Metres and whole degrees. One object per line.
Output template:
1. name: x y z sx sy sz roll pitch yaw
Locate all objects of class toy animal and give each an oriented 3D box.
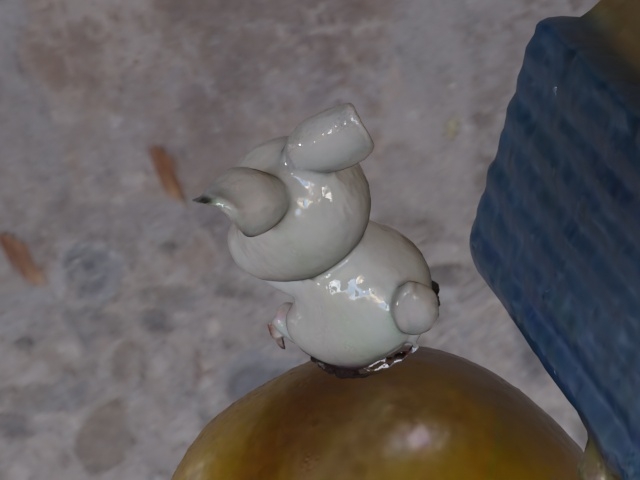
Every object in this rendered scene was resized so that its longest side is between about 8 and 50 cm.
1. toy animal: -0.003 -0.002 0.772 0.124 0.071 0.085 56 171 -31

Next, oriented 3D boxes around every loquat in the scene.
1. loquat: 0.043 0.243 1.238 0.328 0.359 0.328 4 110 13

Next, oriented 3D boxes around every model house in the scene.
1. model house: 0.288 0.020 1.084 0.342 0.335 0.382 -42 124 8
